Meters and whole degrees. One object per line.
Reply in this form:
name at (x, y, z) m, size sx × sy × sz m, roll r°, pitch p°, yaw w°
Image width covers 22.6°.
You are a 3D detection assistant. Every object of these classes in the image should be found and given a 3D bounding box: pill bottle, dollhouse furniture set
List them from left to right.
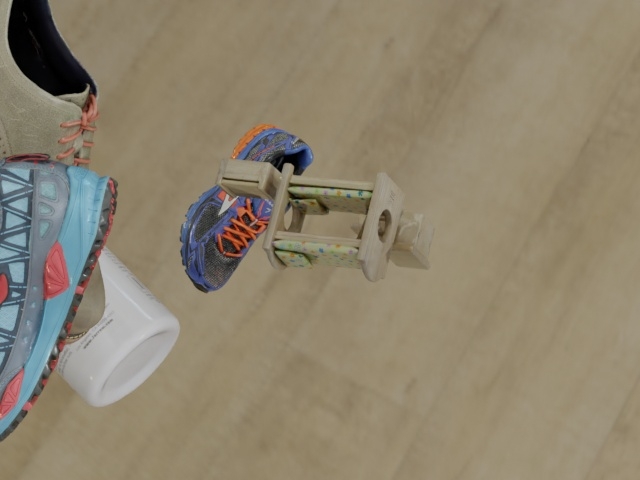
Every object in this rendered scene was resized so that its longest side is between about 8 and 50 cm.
pill bottle at (-0.271, 0.057, 1.714) m, size 0.131 × 0.131 × 0.229 m, roll -42°, pitch 74°, yaw -14°
dollhouse furniture set at (0.000, 0.000, 1.628) m, size 0.182 × 0.161 × 0.101 m, roll 6°, pitch 72°, yaw 26°

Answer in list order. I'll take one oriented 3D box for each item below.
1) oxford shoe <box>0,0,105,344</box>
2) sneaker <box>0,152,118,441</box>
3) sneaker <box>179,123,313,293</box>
oxford shoe at (-0.243, -0.074, 1.360) m, size 0.130 × 0.348 × 0.123 m, roll -11°, pitch 18°, yaw 26°
sneaker at (-0.262, 0.046, 1.324) m, size 0.125 × 0.104 × 0.261 m, roll 23°, pitch 102°, yaw -5°
sneaker at (-0.083, -0.039, 1.814) m, size 0.087 × 0.083 × 0.221 m, roll 8°, pitch 64°, yaw 48°
